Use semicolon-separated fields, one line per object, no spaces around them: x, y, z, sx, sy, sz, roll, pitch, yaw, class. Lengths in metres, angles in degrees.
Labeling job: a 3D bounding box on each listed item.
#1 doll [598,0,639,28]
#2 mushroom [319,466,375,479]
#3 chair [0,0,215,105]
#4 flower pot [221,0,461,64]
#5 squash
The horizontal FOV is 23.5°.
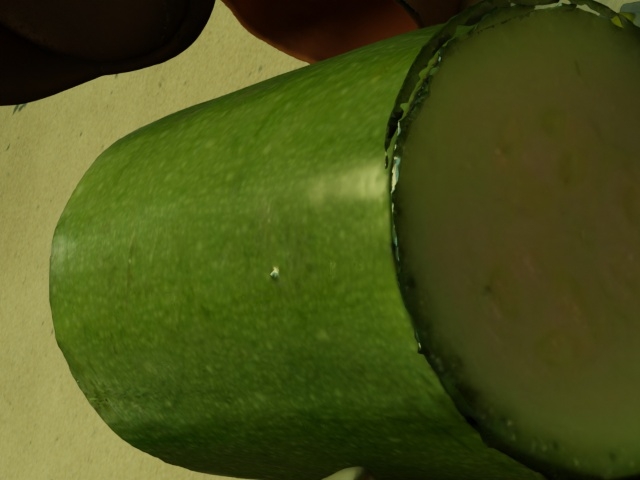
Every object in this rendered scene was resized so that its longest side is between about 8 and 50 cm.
0.200;-0.104;0.905;0.180;0.079;0.094;-8;64;44;doll
0.057;0.253;0.812;0.099;0.096;0.278;5;-113;-82;mushroom
-0.136;-0.276;1.055;0.226;0.226;0.401;-28;33;49;chair
0.031;-0.236;1.166;0.191;0.191;0.173;-6;59;58;flower pot
0.037;0.014;0.910;0.384;0.263;0.263;-11;63;56;squash
